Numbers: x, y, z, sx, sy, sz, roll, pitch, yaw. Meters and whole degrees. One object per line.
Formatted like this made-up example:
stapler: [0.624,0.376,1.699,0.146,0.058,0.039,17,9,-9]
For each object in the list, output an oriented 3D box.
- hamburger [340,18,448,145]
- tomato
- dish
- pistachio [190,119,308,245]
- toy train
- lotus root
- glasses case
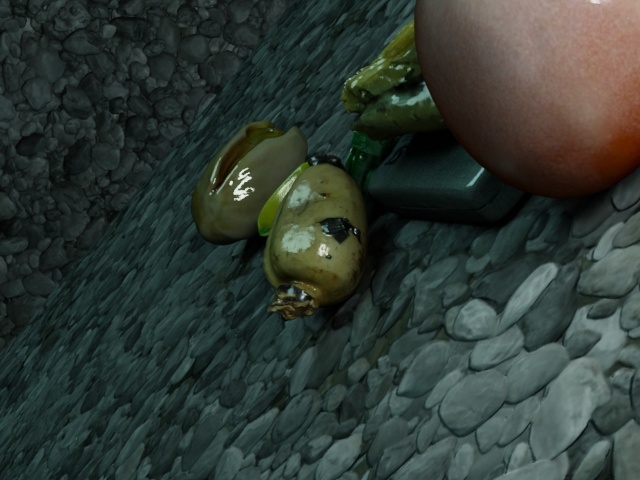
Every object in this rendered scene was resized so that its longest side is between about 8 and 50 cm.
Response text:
hamburger: [0.181,-0.240,1.363,0.309,0.132,0.211,-43,19,-13]
tomato: [0.243,-0.215,1.069,0.321,0.321,0.321,-44,20,20]
dish: [-0.027,-0.049,1.744,0.148,0.080,0.208,-33,23,32]
pistachio: [-0.128,-0.104,1.986,0.166,0.197,0.288,24,55,27]
toy train: [0.068,-0.109,1.569,0.104,0.071,0.178,-51,-16,-50]
lotus root: [0.000,0.000,1.469,0.154,0.140,0.257,-37,36,57]
glasses case: [0.171,-0.092,1.376,0.131,0.074,0.323,-52,18,-10]
